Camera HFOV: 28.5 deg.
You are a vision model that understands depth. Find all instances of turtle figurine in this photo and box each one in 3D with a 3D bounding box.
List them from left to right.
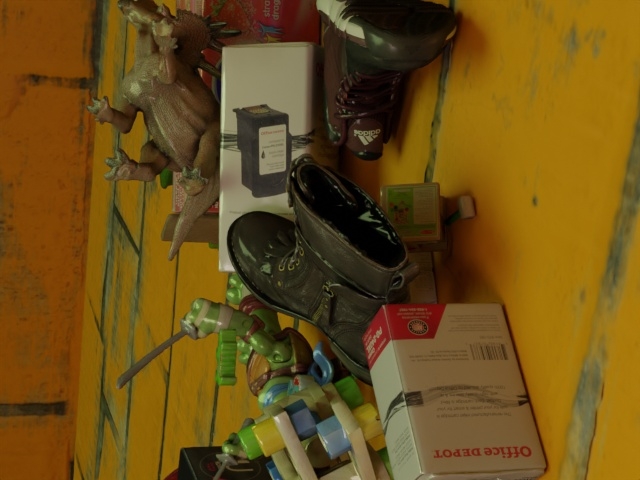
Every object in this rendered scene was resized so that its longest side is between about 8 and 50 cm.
[{"bbox_3d":[-0.110,0.149,1.453,0.275,0.198,0.266,-38,15,12],"label":"turtle figurine"}]

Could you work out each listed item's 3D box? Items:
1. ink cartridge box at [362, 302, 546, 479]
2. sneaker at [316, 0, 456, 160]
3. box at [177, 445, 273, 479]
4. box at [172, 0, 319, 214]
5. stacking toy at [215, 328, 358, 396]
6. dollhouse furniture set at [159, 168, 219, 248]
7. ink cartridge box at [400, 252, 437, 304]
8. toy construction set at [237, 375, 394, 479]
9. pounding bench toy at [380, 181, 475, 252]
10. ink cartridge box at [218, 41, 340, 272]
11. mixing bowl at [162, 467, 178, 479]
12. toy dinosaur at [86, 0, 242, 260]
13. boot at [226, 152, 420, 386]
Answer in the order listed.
[{"bbox_3d":[0.105,0.129,1.013,0.063,0.109,0.150,120,146,-52],"label":"ink cartridge box"},{"bbox_3d":[0.059,-0.147,1.201,0.281,0.106,0.162,-115,25,-72],"label":"sneaker"},{"bbox_3d":[-0.102,0.407,1.554,0.165,0.143,0.270,-135,50,-64],"label":"box"},{"bbox_3d":[-0.094,-0.180,1.540,0.142,0.154,0.300,-177,89,-71],"label":"box"},{"bbox_3d":[-0.022,0.201,1.293,0.052,0.167,0.221,169,102,-71],"label":"stacking toy"},{"bbox_3d":[-0.175,-0.163,1.773,0.197,0.151,0.301,118,147,-53],"label":"dollhouse furniture set"},{"bbox_3d":[0.086,0.040,1.195,0.048,0.028,0.083,134,133,-65],"label":"ink cartridge box"},{"bbox_3d":[0.022,0.268,1.150,0.215,0.151,0.327,-142,42,-69],"label":"toy construction set"},{"bbox_3d":[0.100,-0.019,1.132,0.065,0.083,0.052,41,-132,-73],"label":"pounding bench toy"},{"bbox_3d":[-0.040,-0.087,1.360,0.172,0.100,0.237,-14,-75,-78],"label":"ink cartridge box"},{"bbox_3d":[-0.149,0.397,1.700,0.098,0.181,0.181,14,104,39],"label":"mixing bowl"},{"bbox_3d":[-0.144,-0.138,1.367,0.200,0.127,0.295,-27,-78,-66],"label":"toy dinosaur"},{"bbox_3d":[0.000,0.000,1.130,0.263,0.091,0.229,38,158,29],"label":"boot"}]
